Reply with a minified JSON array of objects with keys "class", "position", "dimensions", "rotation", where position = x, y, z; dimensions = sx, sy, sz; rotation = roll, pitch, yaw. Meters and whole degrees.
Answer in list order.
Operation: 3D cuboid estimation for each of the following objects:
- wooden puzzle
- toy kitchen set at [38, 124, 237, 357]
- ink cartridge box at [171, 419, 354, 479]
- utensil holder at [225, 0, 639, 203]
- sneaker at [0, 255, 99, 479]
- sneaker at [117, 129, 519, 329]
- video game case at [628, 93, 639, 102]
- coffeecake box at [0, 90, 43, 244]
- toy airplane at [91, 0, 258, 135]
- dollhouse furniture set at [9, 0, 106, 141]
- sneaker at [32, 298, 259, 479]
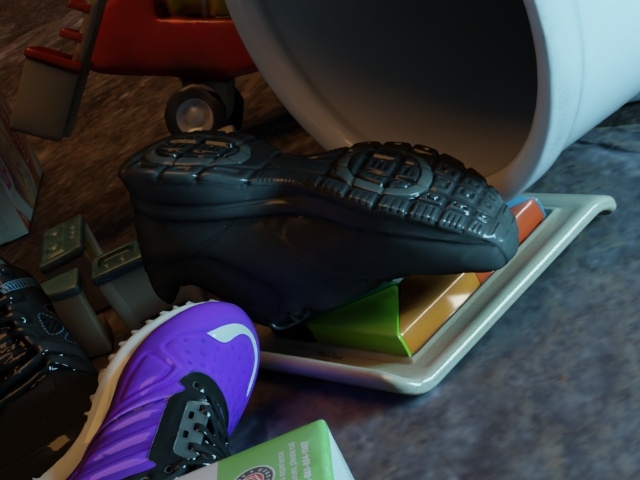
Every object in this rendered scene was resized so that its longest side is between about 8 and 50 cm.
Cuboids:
[{"class":"wooden puzzle","position":[0.062,0.022,1.293],"dimensions":[0.239,0.044,0.221],"rotation":[-39,25,-29]},{"class":"toy kitchen set","position":[-0.143,-0.017,1.505],"dimensions":[0.207,0.122,0.166],"rotation":[-25,22,3]},{"class":"ink cartridge box","position":[-0.095,0.227,0.911],"dimensions":[0.273,0.114,0.198],"rotation":[-23,21,6]},{"class":"utensil holder","position":[0.166,-0.249,1.325],"dimensions":[0.385,0.327,0.328],"rotation":[-34,23,-31]},{"class":"sneaker","position":[-0.233,0.100,1.318],"dimensions":[0.125,0.139,0.341],"rotation":[-29,23,-13]},{"class":"sneaker","position":[0.000,0.000,1.245],"dimensions":[0.286,0.130,0.109],"rotation":[8,25,24]},{"class":"video game case","position":[0.306,-0.202,1.540],"dimensions":[0.329,0.036,0.300],"rotation":[-9,28,38]},{"class":"coffeecake box","position":[-0.356,-0.088,1.871],"dimensions":[0.068,0.142,0.185],"rotation":[-23,22,6]},{"class":"toy airplane","position":[-0.004,-0.273,1.716],"dimensions":[0.384,0.272,0.386],"rotation":[-23,5,-36]},{"class":"dollhouse furniture set","position":[-0.340,-0.189,1.655],"dimensions":[0.259,0.135,0.262],"rotation":[15,6,-2]},{"class":"sneaker","position":[-0.092,0.149,1.123],"dimensions":[0.146,0.102,0.293],"rotation":[-2,36,38]}]
